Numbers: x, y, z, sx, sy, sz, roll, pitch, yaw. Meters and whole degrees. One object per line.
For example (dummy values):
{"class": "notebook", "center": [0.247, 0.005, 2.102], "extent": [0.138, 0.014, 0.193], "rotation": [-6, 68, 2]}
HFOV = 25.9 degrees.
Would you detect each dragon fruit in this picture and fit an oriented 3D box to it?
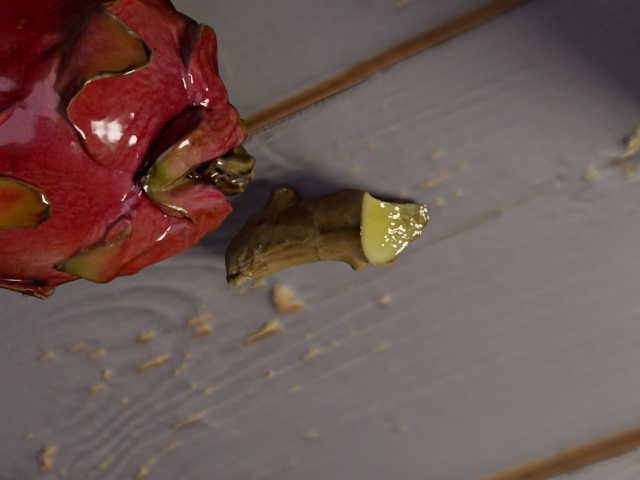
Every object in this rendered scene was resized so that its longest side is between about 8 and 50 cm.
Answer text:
{"class": "dragon fruit", "center": [-0.200, -0.094, 0.854], "extent": [0.315, 0.250, 0.250], "rotation": [48, 111, 22]}

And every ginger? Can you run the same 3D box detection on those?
{"class": "ginger", "center": [0.000, -0.006, 0.898], "extent": [0.137, 0.044, 0.057], "rotation": [-8, 115, 21]}
